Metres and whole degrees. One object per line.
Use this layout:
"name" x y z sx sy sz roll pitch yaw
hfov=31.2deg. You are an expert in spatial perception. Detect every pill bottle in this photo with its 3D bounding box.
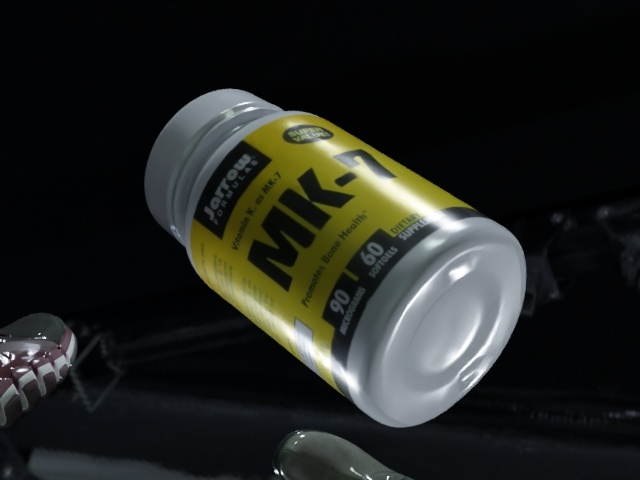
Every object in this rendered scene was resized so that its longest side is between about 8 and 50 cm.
"pill bottle" 0.000 0.000 0.636 0.208 0.119 0.119 34 -49 37

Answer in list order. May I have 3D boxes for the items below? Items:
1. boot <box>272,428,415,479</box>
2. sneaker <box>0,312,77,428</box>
"boot" 0.079 0.285 1.311 0.246 0.083 0.161 30 -19 -19
"sneaker" -0.302 0.079 0.906 0.106 0.281 0.162 -18 -75 21
